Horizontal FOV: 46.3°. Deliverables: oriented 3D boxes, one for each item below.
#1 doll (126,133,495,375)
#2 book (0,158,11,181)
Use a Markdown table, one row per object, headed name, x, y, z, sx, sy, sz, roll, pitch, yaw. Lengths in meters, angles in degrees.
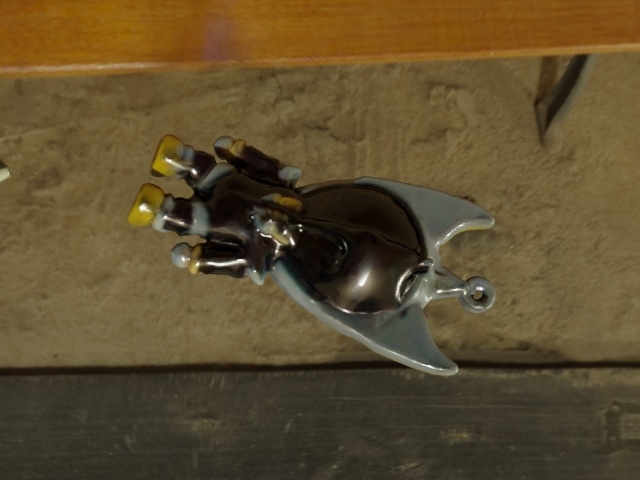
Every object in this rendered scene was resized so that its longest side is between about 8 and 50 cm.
| name | x | y | z | sx | sy | sz | roll | pitch | yaw |
| --- | --- | --- | --- | --- | --- | --- | --- | --- | --- |
| doll | -0.002 | 0.004 | 0.633 | 0.316 | 0.103 | 0.145 | 20 | 45 | -7 |
| book | -0.391 | -0.050 | 0.616 | 0.215 | 0.025 | 0.283 | -32 | 38 | -21 |
